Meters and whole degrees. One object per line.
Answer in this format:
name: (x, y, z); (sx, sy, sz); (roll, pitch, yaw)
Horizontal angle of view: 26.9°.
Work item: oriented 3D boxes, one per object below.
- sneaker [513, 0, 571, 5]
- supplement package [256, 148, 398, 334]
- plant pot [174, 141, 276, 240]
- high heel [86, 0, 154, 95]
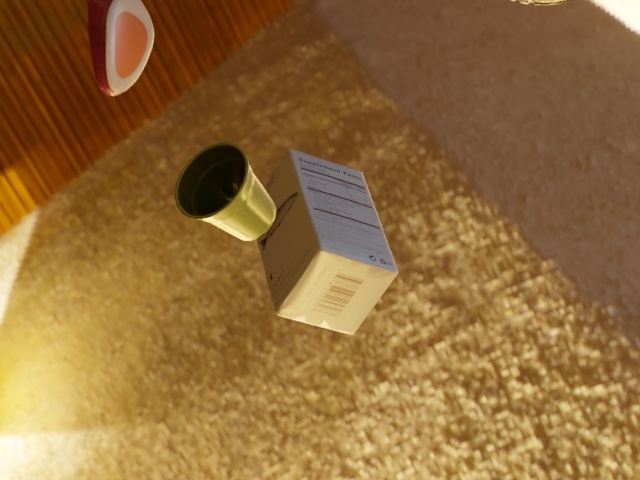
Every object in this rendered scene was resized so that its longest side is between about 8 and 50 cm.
sneaker: (0.233, -0.384, 1.693); (0.229, 0.132, 0.086); (18, -130, 16)
supplement package: (0.000, 0.000, 1.508); (0.105, 0.105, 0.179); (-57, -149, 30)
plant pot: (-0.084, -0.039, 1.287); (0.083, 0.079, 0.083); (-16, -125, 25)
high heel: (-0.253, -0.258, 1.490); (0.117, 0.082, 0.244); (-13, -115, 26)
